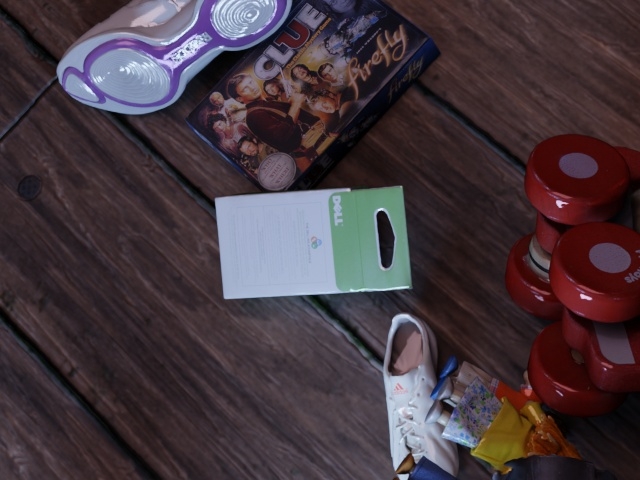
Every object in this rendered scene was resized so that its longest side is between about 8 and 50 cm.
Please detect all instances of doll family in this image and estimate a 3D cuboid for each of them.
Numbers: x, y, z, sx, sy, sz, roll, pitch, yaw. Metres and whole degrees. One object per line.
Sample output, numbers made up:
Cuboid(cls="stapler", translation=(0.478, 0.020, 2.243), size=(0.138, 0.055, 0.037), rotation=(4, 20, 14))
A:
Cuboid(cls="doll family", translation=(0.153, 0.235, 1.755), size=(0.163, 0.118, 0.263), rotation=(30, 79, -2))

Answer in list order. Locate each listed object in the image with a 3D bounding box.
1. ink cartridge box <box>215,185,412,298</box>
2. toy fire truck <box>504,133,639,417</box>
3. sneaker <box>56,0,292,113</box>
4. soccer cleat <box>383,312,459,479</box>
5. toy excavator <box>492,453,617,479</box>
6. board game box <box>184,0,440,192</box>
Cuboid(cls="ink cartridge box", translation=(0.000, 0.000, 1.947), size=(0.209, 0.062, 0.109), rotation=(-4, 93, 21))
Cuboid(cls="toy fire truck", translation=(0.319, 0.027, 1.777), size=(0.254, 0.169, 0.302), rotation=(-1, 44, -7))
Cuboid(cls="sneaker", translation=(-0.158, -0.244, 2.133), size=(0.305, 0.114, 0.152), rotation=(-23, 30, 19))
Cuboid(cls="soccer cleat", translation=(0.092, 0.166, 1.851), size=(0.068, 0.076, 0.196), rotation=(-13, 63, 15))
Cuboid(cls="toy excavator", translation=(0.323, 0.353, 1.595), size=(0.433, 0.445, 0.222), rotation=(-31, 43, 45))
Cuboid(cls="board game box", translation=(-0.011, -0.168, 2.060), size=(0.243, 0.042, 0.165), rotation=(-47, 59, -4))
